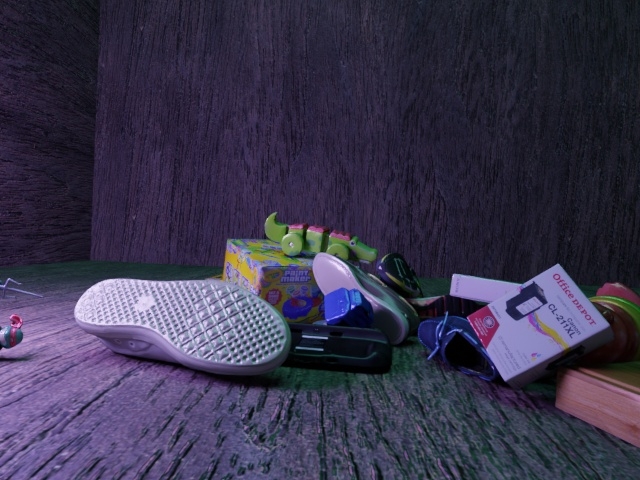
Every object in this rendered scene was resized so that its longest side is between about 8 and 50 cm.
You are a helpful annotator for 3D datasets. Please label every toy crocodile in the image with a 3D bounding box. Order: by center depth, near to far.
[{"bbox_3d":[0.000,0.000,1.301,0.340,0.105,0.115,13,13,13],"label":"toy crocodile"}]

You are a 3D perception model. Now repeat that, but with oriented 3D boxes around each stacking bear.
[{"bbox_3d":[0.526,0.173,0.843,0.288,0.175,0.164,12,30,-46],"label":"stacking bear"}]

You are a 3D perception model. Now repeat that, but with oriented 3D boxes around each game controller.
[{"bbox_3d":[-0.014,0.219,0.925,0.318,0.067,0.166,2,15,9],"label":"game controller"}]

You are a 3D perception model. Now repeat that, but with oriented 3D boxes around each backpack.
[{"bbox_3d":[0.075,0.179,1.043,0.101,0.120,0.098,-23,35,22],"label":"backpack"}]

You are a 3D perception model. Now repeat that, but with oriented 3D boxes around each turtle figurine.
[{"bbox_3d":[-0.618,0.161,0.778,0.233,0.118,0.175,1,42,-23],"label":"turtle figurine"}]

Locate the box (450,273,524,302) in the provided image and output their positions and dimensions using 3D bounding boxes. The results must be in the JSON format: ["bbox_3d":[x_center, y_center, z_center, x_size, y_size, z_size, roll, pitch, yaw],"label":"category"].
[{"bbox_3d":[0.467,0.130,1.113,0.232,0.059,0.322,8,-3,27],"label":"box"}]

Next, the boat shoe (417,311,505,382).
[{"bbox_3d":[0.274,0.202,0.889,0.088,0.109,0.258,-2,1,-28],"label":"boat shoe"}]

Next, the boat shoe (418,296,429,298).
[{"bbox_3d":[0.337,0.203,1.376,0.334,0.096,0.112,3,1,26],"label":"boat shoe"}]

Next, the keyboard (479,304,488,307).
[{"bbox_3d":[0.624,0.251,1.673,0.180,0.023,0.108,2,-6,-6],"label":"keyboard"}]

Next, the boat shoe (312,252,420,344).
[{"bbox_3d":[0.112,0.136,1.156,0.096,0.117,0.324,-10,39,-47],"label":"boat shoe"}]

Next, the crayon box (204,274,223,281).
[{"bbox_3d":[-0.238,0.180,1.654,0.322,0.083,0.203,3,1,4],"label":"crayon box"}]

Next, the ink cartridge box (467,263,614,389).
[{"bbox_3d":[0.355,0.141,0.737,0.175,0.128,0.072,-36,-43,16],"label":"ink cartridge box"}]

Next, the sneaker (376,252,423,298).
[{"bbox_3d":[0.204,0.125,1.264,0.121,0.111,0.300,-25,-28,14],"label":"sneaker"}]

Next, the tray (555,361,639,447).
[{"bbox_3d":[0.520,0.233,0.533,0.202,0.076,0.411,3,0,-16],"label":"tray"}]

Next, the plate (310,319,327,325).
[{"bbox_3d":[0.043,0.228,1.164,0.188,0.024,0.188,2,2,0],"label":"plate"}]

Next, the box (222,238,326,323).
[{"bbox_3d":[-0.109,0.116,1.349,0.289,0.177,0.279,3,13,-30],"label":"box"}]

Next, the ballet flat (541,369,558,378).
[{"bbox_3d":[0.456,0.223,0.960,0.106,0.108,0.316,24,14,21],"label":"ballet flat"}]

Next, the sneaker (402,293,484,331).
[{"bbox_3d":[0.294,0.194,1.229,0.313,0.116,0.136,3,-1,6],"label":"sneaker"}]

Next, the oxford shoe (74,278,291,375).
[{"bbox_3d":[-0.254,0.166,0.850,0.448,0.169,0.130,4,-44,20],"label":"oxford shoe"}]
